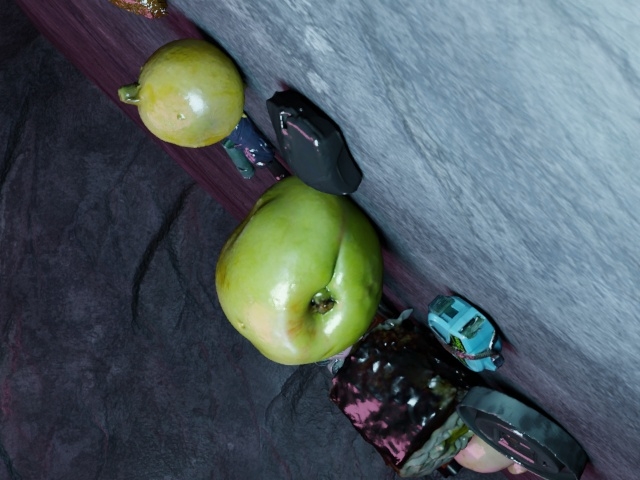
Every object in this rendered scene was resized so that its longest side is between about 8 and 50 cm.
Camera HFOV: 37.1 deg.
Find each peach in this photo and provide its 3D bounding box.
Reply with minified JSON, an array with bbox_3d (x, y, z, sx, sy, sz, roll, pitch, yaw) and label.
[{"bbox_3d":[-0.030,0.052,1.644,0.282,0.314,0.315,30,-179,-19],"label":"peach"}]

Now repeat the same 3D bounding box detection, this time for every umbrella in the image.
[{"bbox_3d":[-0.129,-0.176,1.776,0.071,0.071,0.248,37,172,47],"label":"umbrella"}]

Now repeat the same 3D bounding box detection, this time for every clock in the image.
[{"bbox_3d":[0.401,0.389,1.900,0.281,0.055,0.280,33,164,11],"label":"clock"}]

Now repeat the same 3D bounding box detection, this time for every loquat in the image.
[{"bbox_3d":[-0.207,-0.226,1.464,0.172,0.205,0.149,109,154,-52],"label":"loquat"}]

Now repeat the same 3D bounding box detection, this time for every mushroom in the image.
[{"bbox_3d":[0.413,0.499,2.285,0.236,0.162,0.173,44,175,-13],"label":"mushroom"}]

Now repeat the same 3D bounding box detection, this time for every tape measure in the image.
[{"bbox_3d":[0.235,0.153,1.545,0.146,0.081,0.125,37,167,51],"label":"tape measure"}]

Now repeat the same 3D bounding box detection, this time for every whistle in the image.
[{"bbox_3d":[-0.185,-0.189,2.159,0.039,0.039,0.186,42,173,17],"label":"whistle"}]

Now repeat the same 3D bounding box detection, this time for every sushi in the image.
[{"bbox_3d":[0.197,0.344,2.118,0.294,0.281,0.299,47,-178,26],"label":"sushi"},{"bbox_3d":[-0.291,-0.380,1.491,0.118,0.061,0.060,40,161,22],"label":"sushi"}]

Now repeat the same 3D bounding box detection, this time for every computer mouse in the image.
[{"bbox_3d":[-0.012,-0.123,1.346,0.122,0.073,0.217,41,172,30],"label":"computer mouse"}]

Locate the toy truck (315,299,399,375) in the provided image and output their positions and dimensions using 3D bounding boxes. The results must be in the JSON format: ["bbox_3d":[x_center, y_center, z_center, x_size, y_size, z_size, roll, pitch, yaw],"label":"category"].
[{"bbox_3d":[0.096,0.233,2.363,0.387,0.207,0.173,40,-172,-45],"label":"toy truck"}]

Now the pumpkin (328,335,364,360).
[{"bbox_3d":[0.027,0.125,2.054,0.189,0.260,0.260,6,-168,-26],"label":"pumpkin"}]

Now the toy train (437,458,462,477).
[{"bbox_3d":[0.315,0.502,2.621,0.369,0.232,0.163,48,176,-23],"label":"toy train"}]
